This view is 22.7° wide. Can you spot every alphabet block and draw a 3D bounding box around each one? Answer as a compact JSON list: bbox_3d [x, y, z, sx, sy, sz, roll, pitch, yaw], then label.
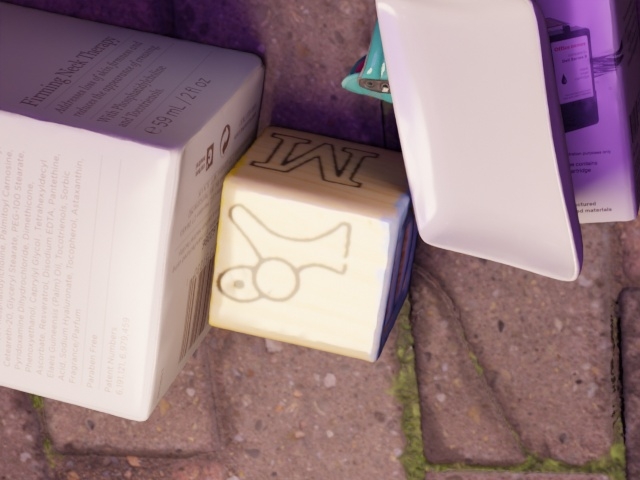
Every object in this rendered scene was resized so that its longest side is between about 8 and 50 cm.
[{"bbox_3d":[0.000,0.000,1.794,0.197,0.193,0.192,13,113,9],"label":"alphabet block"}]

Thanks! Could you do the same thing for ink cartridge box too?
[{"bbox_3d":[0.263,-0.186,1.638,0.122,0.211,0.289,-3,110,18],"label":"ink cartridge box"}]

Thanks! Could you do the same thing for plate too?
[{"bbox_3d":[0.163,-0.113,1.572,0.045,0.277,0.278,-19,107,-26],"label":"plate"}]

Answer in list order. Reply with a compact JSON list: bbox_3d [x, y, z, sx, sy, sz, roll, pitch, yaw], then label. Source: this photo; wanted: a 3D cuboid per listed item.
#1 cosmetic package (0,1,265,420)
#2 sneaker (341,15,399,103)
[{"bbox_3d":[-0.308,-0.050,1.778,0.394,0.329,0.327,13,116,9],"label":"cosmetic package"},{"bbox_3d":[0.115,-0.154,1.735,0.178,0.124,0.295,-2,105,11],"label":"sneaker"}]
